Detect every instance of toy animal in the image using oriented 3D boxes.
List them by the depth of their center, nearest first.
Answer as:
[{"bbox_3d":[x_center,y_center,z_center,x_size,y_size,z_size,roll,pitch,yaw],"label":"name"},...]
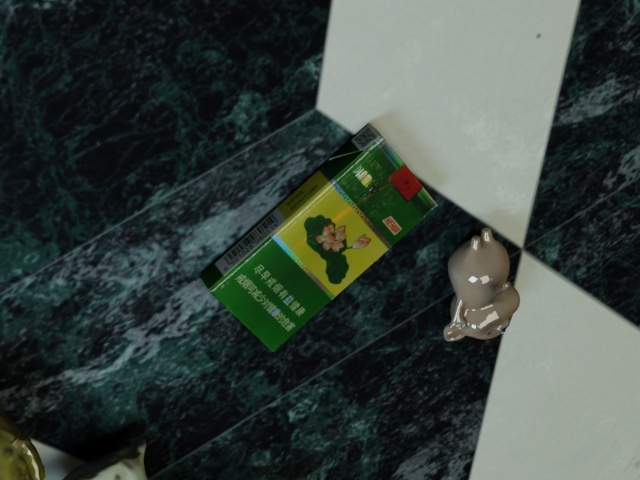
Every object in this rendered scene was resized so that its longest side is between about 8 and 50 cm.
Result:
[{"bbox_3d":[0.178,0.052,1.938,0.083,0.089,0.150,-4,131,-3],"label":"toy animal"}]

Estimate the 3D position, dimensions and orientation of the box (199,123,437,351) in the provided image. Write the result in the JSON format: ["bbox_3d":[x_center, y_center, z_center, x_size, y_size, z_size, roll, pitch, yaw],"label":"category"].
[{"bbox_3d":[0.000,0.000,1.807,0.235,0.034,0.132,-42,134,2],"label":"box"}]

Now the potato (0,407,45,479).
[{"bbox_3d":[-0.371,0.285,1.677,0.246,0.196,0.300,-25,134,-13],"label":"potato"}]

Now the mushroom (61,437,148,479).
[{"bbox_3d":[-0.185,0.384,1.845,0.314,0.314,0.336,-25,101,-15],"label":"mushroom"}]
